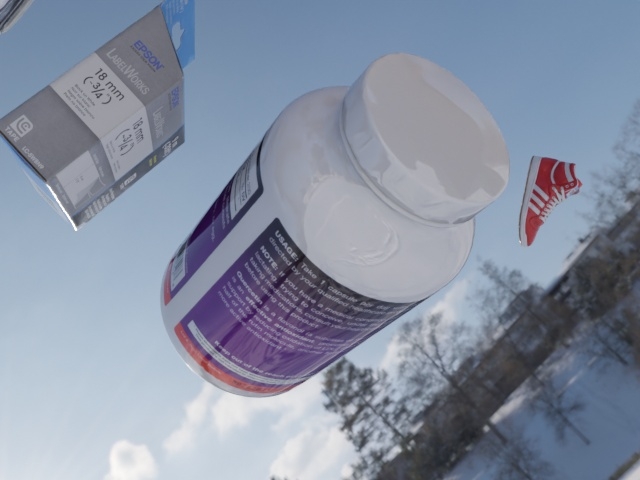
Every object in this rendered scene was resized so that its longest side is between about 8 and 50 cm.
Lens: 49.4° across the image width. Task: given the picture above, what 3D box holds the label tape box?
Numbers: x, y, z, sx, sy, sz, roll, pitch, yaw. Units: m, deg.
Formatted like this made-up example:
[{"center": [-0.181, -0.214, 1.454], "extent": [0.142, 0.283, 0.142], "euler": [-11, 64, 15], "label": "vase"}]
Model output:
[{"center": [-0.268, -0.184, 0.990], "extent": [0.333, 0.106, 0.240], "euler": [-44, -2, -17], "label": "label tape box"}]

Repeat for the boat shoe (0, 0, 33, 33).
[{"center": [-0.286, -0.124, 0.444], "extent": [0.301, 0.108, 0.102], "euler": [-44, 9, 0], "label": "boat shoe"}]

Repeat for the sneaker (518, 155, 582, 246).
[{"center": [0.290, -0.046, 0.876], "extent": [0.042, 0.067, 0.119], "euler": [19, -99, -66], "label": "sneaker"}]

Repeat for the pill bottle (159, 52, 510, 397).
[{"center": [0.000, 0.000, 0.578], "extent": [0.181, 0.182, 0.323], "euler": [-18, -17, -41], "label": "pill bottle"}]
